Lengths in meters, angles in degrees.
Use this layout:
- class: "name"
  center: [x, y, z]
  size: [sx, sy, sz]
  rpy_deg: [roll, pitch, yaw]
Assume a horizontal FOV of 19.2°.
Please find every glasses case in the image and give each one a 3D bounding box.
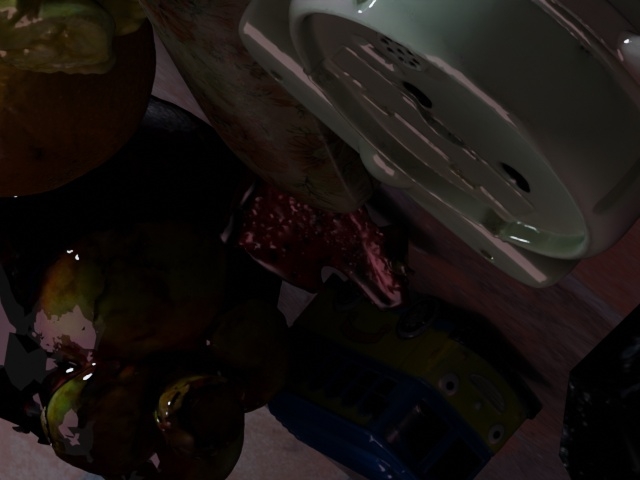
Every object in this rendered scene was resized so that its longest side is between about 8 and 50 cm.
- class: "glasses case"
  center: [-0.050, -0.147, 1.347]
  size: [0.156, 0.098, 0.425]
  rpy_deg: [32, 166, 24]

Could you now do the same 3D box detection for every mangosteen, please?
- class: "mangosteen"
  center: [-0.198, 0.050, 1.895]
  size: [0.421, 0.381, 0.381]
  rpy_deg: [42, 169, 15]

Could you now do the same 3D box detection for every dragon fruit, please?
- class: "dragon fruit"
  center: [0.010, -0.005, 1.671]
  size: [0.192, 0.122, 0.092]
  rpy_deg: [45, 153, -13]

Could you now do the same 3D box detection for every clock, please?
- class: "clock"
  center: [0.093, -0.096, 1.066]
  size: [0.265, 0.108, 0.324]
  rpy_deg: [41, 168, -4]

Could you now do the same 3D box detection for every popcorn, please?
- class: "popcorn"
  center: [-0.207, -0.215, 1.399]
  size: [0.187, 0.185, 0.167]
  rpy_deg: [31, -179, -7]

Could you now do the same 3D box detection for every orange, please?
- class: "orange"
  center: [-0.272, -0.164, 1.607]
  size: [0.264, 0.264, 0.264]
  rpy_deg: [38, 168, 9]

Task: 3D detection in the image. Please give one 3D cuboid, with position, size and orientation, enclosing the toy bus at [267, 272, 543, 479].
- class: "toy bus"
  center: [0.070, 0.150, 1.906]
  size: [0.138, 0.175, 0.288]
  rpy_deg: [47, 167, -27]

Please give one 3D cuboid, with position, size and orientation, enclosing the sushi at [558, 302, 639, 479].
- class: "sushi"
  center: [0.294, 0.135, 1.154]
  size: [0.212, 0.215, 0.227]
  rpy_deg: [26, 142, 34]
